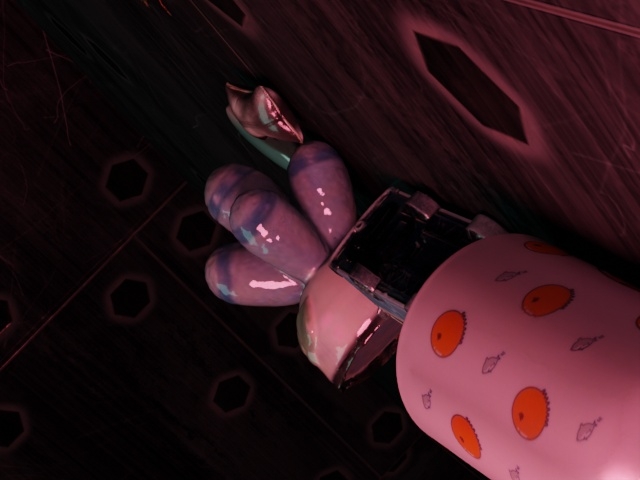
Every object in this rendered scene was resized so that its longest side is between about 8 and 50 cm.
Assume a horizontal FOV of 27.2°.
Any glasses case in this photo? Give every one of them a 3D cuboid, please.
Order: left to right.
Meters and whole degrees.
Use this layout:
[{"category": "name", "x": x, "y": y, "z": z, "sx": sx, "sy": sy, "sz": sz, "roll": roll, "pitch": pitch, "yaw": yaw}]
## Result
[{"category": "glasses case", "x": -0.077, "y": -0.148, "z": 1.901, "sx": 0.164, "sy": 0.041, "sz": 0.063, "roll": 40, "pitch": 171, "yaw": 33}]

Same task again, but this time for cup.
[{"category": "cup", "x": 0.232, "y": 0.140, "z": 1.106, "sx": 0.212, "sy": 0.212, "sz": 0.317, "roll": 48, "pitch": 172, "yaw": -32}]

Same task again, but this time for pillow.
[{"category": "pillow", "x": -0.075, "y": -0.165, "z": 1.716, "sx": 0.136, "sy": 0.055, "sz": 0.091, "roll": 24, "pitch": 127, "yaw": 63}]

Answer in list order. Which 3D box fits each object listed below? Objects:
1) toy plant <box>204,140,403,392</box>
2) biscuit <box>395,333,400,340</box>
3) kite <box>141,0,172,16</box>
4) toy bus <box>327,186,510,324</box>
[{"category": "toy plant", "x": -0.017, "y": 0.012, "z": 1.711, "sx": 0.332, "sy": 0.247, "sz": 0.247, "roll": 41, "pitch": 173, "yaw": 14}, {"category": "biscuit", "x": 0.174, "y": 0.159, "z": 2.172, "sx": 0.334, "sy": 0.081, "sz": 0.289, "roll": 39, "pitch": 171, "yaw": 46}, {"category": "kite", "x": -0.260, "y": -0.369, "z": 1.777, "sx": 0.198, "sy": 0.006, "sz": 0.244, "roll": 41, "pitch": 173, "yaw": 20}, {"category": "toy bus", "x": 0.144, "y": 0.052, "z": 1.446, "sx": 0.165, "sy": 0.133, "sz": 0.271, "roll": 43, "pitch": 173, "yaw": -30}]
